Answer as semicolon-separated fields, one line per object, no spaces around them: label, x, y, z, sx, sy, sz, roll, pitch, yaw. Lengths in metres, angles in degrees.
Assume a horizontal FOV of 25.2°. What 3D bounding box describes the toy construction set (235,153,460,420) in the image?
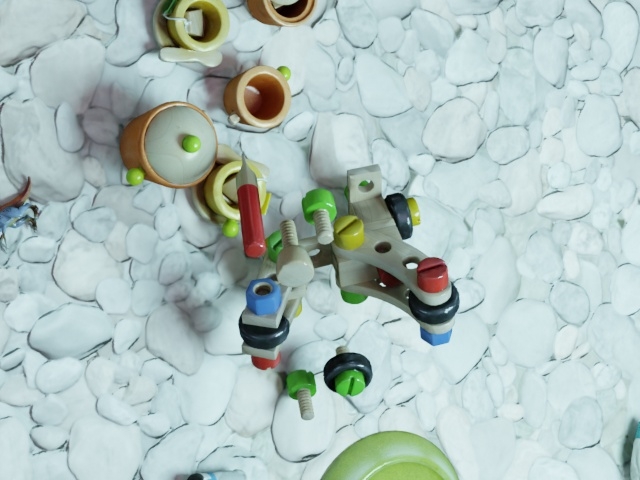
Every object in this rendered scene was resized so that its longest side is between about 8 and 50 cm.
toy construction set;0.000;0.000;1.642;0.257;0.237;0.309;-25;135;15

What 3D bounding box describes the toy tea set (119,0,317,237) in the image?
toy tea set;-0.099;-0.180;1.613;0.200;0.124;0.336;18;82;-30

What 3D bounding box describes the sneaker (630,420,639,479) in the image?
sneaker;0.557;0.302;2.035;0.275;0.107;0.110;7;78;-31

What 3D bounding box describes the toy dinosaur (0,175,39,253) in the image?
toy dinosaur;-0.345;-0.018;1.534;0.082;0.047;0.090;-6;61;-22

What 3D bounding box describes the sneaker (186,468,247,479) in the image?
sneaker;-0.098;0.356;1.663;0.083;0.071;0.191;-10;97;-36

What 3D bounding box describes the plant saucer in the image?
plant saucer;0.094;0.360;1.794;0.241;0.037;0.241;-1;92;-30
